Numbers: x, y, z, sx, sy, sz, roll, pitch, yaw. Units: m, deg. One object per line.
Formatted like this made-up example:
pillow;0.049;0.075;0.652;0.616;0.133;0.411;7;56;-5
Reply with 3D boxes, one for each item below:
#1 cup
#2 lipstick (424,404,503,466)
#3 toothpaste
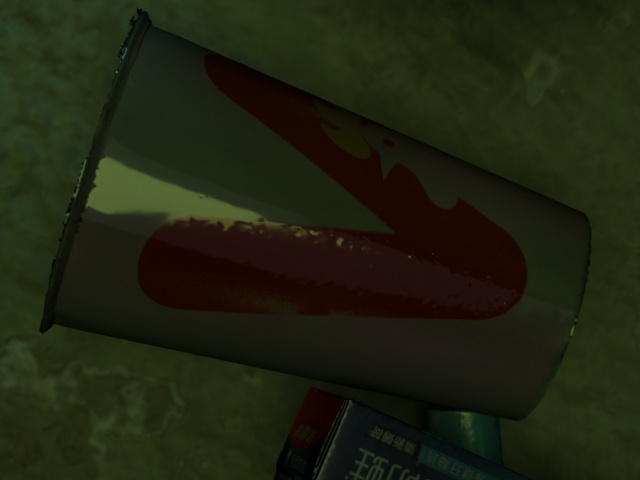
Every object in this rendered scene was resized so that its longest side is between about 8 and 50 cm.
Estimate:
cup;0.000;0.000;0.885;0.288;0.203;0.203;18;92;-6
lipstick;0.095;0.181;0.947;0.048;0.048;0.158;-5;92;1
toothpaste;0.130;0.178;0.891;0.320;0.076;0.066;25;83;-16
